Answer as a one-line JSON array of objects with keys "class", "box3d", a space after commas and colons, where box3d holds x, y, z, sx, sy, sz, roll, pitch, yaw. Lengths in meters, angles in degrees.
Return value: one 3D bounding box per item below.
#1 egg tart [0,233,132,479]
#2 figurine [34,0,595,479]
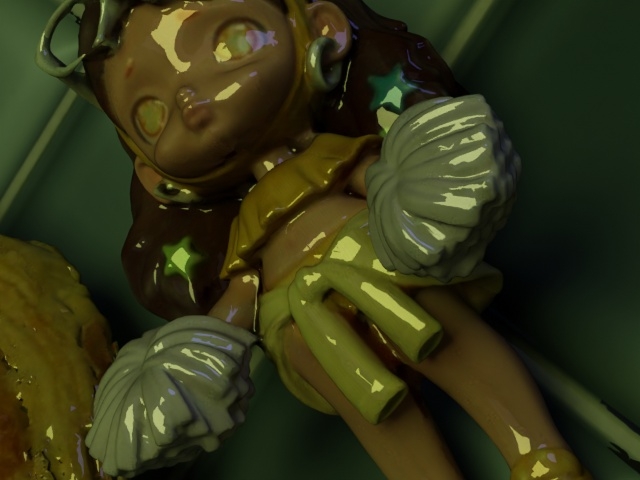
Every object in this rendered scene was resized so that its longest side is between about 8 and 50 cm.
[{"class": "egg tart", "box3d": [-0.181, 0.120, 0.669, 0.297, 0.132, 0.297, -14, 55, 22]}, {"class": "figurine", "box3d": [0.000, -0.001, 0.568, 0.174, 0.116, 0.240, -41, 61, 22]}]
